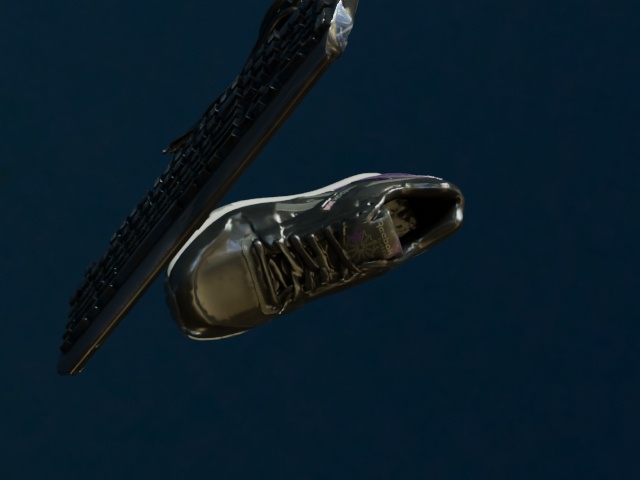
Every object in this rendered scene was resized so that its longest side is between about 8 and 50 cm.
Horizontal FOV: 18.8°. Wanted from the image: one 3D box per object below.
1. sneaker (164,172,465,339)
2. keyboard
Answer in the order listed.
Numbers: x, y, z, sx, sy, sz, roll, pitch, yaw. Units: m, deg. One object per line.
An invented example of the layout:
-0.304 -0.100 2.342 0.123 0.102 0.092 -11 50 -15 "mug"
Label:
0.000 0.000 1.651 0.283 0.124 0.107 -25 -80 -34 "sneaker"
-0.074 -0.063 1.275 0.033 0.201 0.317 35 -63 -13 "keyboard"
